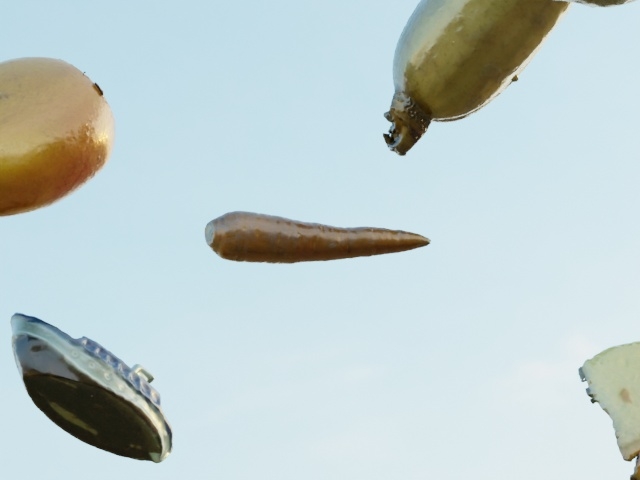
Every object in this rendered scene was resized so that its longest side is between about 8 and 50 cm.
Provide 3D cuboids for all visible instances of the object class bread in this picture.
[{"bbox_3d":[0.312,0.202,1.646,0.178,0.240,0.135,-5,-35,-27],"label":"bread"}]

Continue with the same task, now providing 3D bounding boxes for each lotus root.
[{"bbox_3d":[0.180,-0.247,2.204,0.342,0.151,0.169,-49,-7,5],"label":"lotus root"}]

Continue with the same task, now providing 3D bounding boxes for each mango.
[{"bbox_3d":[-0.372,-0.110,2.222,0.257,0.187,0.138,-43,0,-38],"label":"mango"}]

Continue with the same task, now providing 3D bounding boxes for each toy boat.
[{"bbox_3d":[-0.278,0.175,2.316,0.262,0.115,0.114,37,-57,-27],"label":"toy boat"}]

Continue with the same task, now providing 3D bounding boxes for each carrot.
[{"bbox_3d":[0.000,0.000,1.738,0.216,0.048,0.048,3,-25,-16],"label":"carrot"}]

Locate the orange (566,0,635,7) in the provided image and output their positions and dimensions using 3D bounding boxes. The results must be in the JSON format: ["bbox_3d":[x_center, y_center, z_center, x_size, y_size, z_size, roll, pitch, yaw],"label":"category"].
[{"bbox_3d":[0.261,-0.348,1.855,0.271,0.210,0.368,-3,-18,13],"label":"orange"}]
